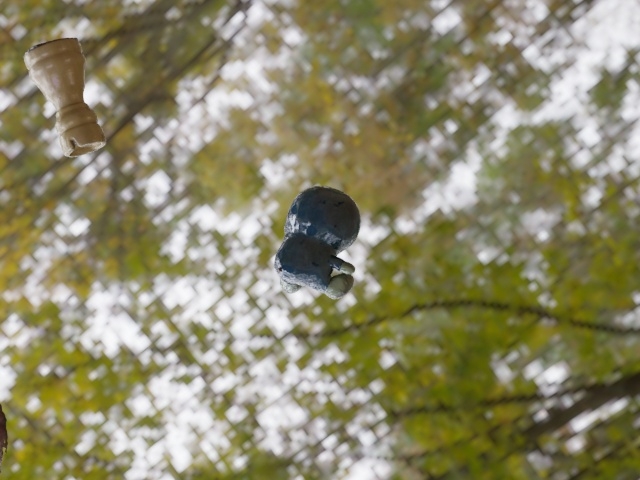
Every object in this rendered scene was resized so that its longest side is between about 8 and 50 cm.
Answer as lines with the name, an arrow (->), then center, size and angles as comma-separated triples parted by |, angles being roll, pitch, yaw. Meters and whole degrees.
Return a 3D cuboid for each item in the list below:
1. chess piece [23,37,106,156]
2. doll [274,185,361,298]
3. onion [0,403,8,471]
chess piece -> -0.277, -0.154, 1.949 | 0.066, 0.066, 0.122 | -5, -106, -55
doll -> 0.000, 0.000, 1.343 | 0.050, 0.076, 0.083 | 31, -105, -46
onion -> -0.331, 0.135, 1.093 | 0.247, 0.250, 0.111 | 37, -159, -3
